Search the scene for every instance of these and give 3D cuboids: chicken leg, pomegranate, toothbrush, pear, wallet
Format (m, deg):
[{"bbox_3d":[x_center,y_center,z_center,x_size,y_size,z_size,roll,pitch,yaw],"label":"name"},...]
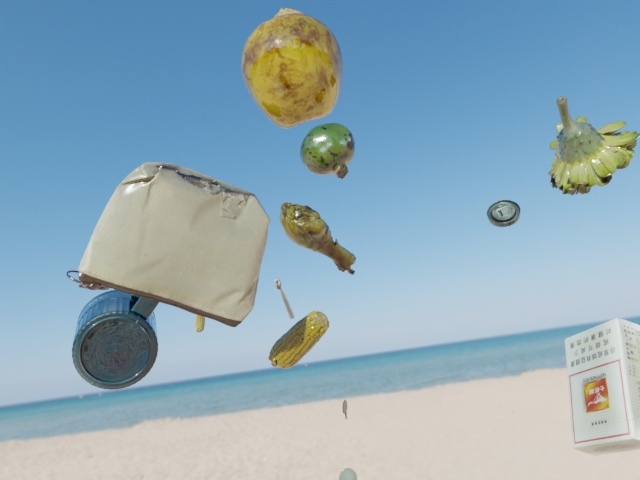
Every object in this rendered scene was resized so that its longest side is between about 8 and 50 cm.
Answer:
[{"bbox_3d":[0.000,0.000,2.159,0.429,0.153,0.201,40,-30,-25],"label":"chicken leg"},{"bbox_3d":[0.040,-0.396,2.279,0.254,0.270,0.254,-32,-15,-10],"label":"pomegranate"},{"bbox_3d":[-0.145,0.247,2.106,0.025,0.030,0.342,-10,-32,2],"label":"toothbrush"},{"bbox_3d":[-0.066,-0.428,1.300,0.280,0.281,0.281,-8,-13,-2],"label":"pear"},{"bbox_3d":[-0.252,0.010,0.934,0.335,0.275,0.068,21,8,-22],"label":"wallet"}]

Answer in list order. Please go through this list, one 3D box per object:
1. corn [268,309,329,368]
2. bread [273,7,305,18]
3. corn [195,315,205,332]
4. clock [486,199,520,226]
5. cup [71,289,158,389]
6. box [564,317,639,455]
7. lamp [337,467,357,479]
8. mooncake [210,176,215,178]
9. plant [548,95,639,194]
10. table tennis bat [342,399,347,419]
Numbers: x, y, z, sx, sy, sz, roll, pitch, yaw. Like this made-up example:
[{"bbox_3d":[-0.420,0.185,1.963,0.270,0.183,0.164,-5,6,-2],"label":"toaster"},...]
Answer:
[{"bbox_3d":[-0.084,0.370,1.873,0.119,0.119,0.322,4,-44,-42],"label":"corn"},{"bbox_3d":[-0.073,-0.585,1.576,0.198,0.120,0.236,31,-25,8],"label":"bread"},{"bbox_3d":[-0.460,0.312,1.951,0.037,0.092,0.037,-5,-58,-7],"label":"corn"},{"bbox_3d":[0.478,-0.071,1.331,0.085,0.085,0.017,-13,-43,19],"label":"clock"},{"bbox_3d":[-0.584,0.278,1.538,0.307,0.242,0.292,-27,13,-16],"label":"cup"},{"bbox_3d":[0.795,0.407,1.417,0.095,0.330,0.210,20,-33,-10],"label":"box"},{"bbox_3d":[0.008,0.655,1.356,0.198,0.050,0.056,-11,-16,-16],"label":"lamp"},{"bbox_3d":[-0.382,-0.047,1.455,0.254,0.250,0.136,-18,-7,31],"label":"mooncake"},{"bbox_3d":[0.768,-0.270,1.543,0.297,0.261,0.306,8,22,-29],"label":"plant"},{"bbox_3d":[0.102,0.698,2.104,0.007,0.083,0.050,-2,13,23],"label":"table tennis bat"}]
